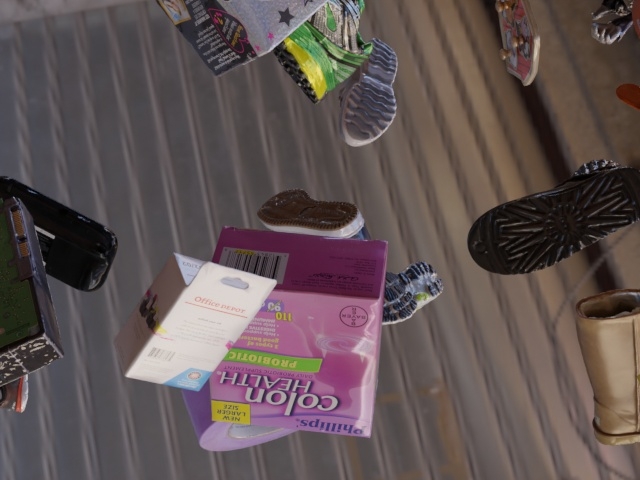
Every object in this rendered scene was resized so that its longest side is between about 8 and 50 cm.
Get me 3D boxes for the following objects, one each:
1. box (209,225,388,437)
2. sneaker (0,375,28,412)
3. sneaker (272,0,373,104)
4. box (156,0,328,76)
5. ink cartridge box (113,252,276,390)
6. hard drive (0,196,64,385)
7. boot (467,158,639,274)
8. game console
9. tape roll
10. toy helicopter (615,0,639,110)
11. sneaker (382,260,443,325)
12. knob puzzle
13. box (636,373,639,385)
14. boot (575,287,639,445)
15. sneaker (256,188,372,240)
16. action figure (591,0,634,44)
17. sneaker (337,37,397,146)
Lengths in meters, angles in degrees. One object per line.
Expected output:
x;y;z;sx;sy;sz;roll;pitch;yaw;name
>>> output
-0.030;0.119;1.490;0.117;0.213;0.243;-78;173;-51;box
-0.524;0.209;1.962;0.061;0.065;0.158;131;-41;-63;sneaker
-0.025;-0.357;1.710;0.134;0.146;0.343;49;-5;34;sneaker
-0.042;-0.315;1.278;0.142;0.247;0.163;50;-20;-15;box
-0.143;0.081;1.323;0.181;0.104;0.061;-53;-139;24;ink cartridge box
-0.484;0.103;1.374;0.064;0.339;0.237;66;-1;-52;hard drive
0.428;-0.044;2.137;0.260;0.348;0.131;-80;152;-83;boot
-0.451;-0.031;1.605;0.213;0.361;0.044;-67;173;31;game console
-0.067;0.221;1.762;0.275;0.275;0.090;91;-22;-67;tape roll
0.542;-0.191;1.666;0.235;0.140;0.355;113;-40;-64;toy helicopter
0.141;0.127;2.317;0.110;0.275;0.107;-46;-110;35;sneaker
0.323;-0.351;1.955;0.213;0.030;0.213;167;-90;-85;knob puzzle
0.492;0.180;1.482;0.232;0.087;0.058;4;65;-51;box
0.523;0.193;1.813;0.089;0.236;0.269;-104;-179;-57;boot
0.000;0.000;2.116;0.282;0.099;0.153;15;-38;53;sneaker
0.480;-0.422;1.932;0.164;0.141;0.276;58;-1;17;action figure
0.086;-0.274;2.322;0.115;0.105;0.281;-43;-160;43;sneaker
